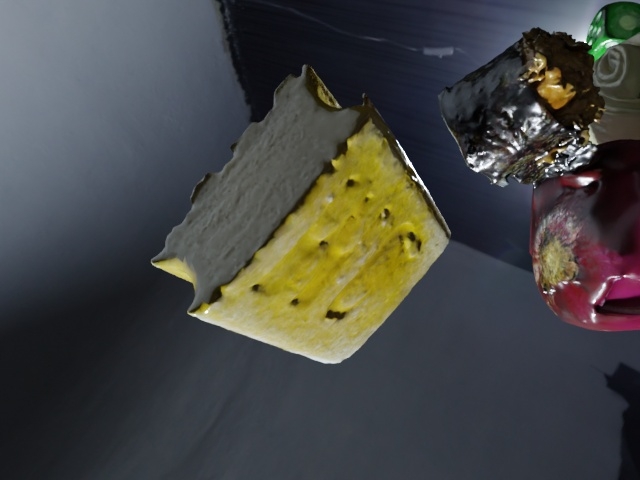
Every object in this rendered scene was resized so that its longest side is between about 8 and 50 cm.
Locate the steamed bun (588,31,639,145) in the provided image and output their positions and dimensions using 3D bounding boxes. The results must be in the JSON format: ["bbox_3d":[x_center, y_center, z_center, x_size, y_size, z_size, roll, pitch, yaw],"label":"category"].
[{"bbox_3d":[0.754,-0.351,0.994,0.220,0.325,0.309,23,76,-39],"label":"steamed bun"}]

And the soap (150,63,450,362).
[{"bbox_3d":[0.000,0.000,0.595,0.293,0.156,0.335,-50,142,-1],"label":"soap"}]

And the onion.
[{"bbox_3d":[0.650,-0.013,0.877,0.398,0.421,0.397,-3,90,-83],"label":"onion"}]

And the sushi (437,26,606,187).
[{"bbox_3d":[0.368,-0.217,0.748,0.349,0.234,0.208,-31,178,-44],"label":"sushi"}]

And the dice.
[{"bbox_3d":[0.818,-0.565,1.225,0.120,0.129,0.130,74,27,-73],"label":"dice"}]
